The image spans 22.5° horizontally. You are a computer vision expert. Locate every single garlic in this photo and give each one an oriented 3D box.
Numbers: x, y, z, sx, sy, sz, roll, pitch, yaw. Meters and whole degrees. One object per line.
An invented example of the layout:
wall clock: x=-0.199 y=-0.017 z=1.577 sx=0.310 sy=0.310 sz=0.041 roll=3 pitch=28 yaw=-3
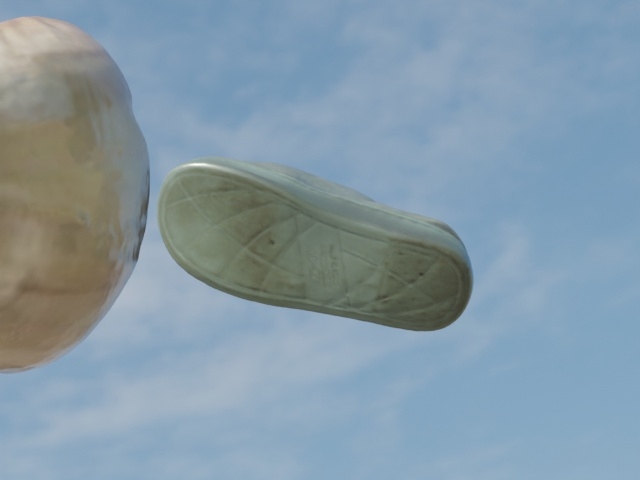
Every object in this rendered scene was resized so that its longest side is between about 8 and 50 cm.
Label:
garlic: x=-0.118 y=-0.024 z=0.548 sx=0.115 sy=0.128 sz=0.207 roll=-41 pitch=-11 yaw=10

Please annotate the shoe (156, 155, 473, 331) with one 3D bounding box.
shoe: x=0.000 y=0.000 z=0.974 sx=0.195 sy=0.078 sz=0.079 roll=16 pitch=-75 yaw=8
